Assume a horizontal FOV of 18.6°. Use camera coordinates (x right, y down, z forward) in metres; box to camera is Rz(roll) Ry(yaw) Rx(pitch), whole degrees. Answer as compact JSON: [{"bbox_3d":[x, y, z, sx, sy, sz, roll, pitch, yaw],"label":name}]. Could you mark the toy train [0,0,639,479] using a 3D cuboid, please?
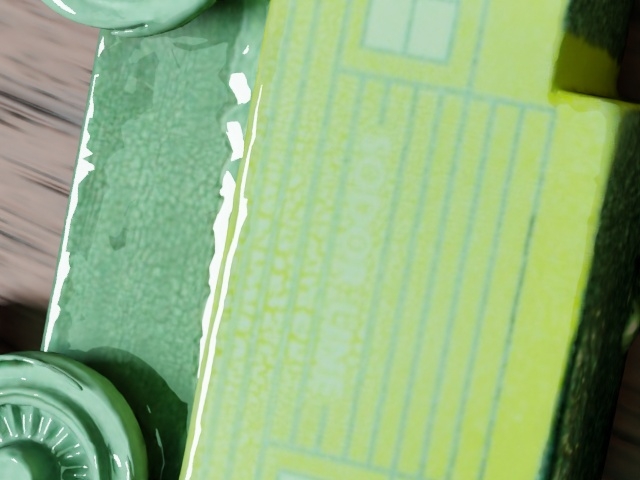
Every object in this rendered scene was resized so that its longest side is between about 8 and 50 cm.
[{"bbox_3d":[0.000,0.000,0.811,0.272,0.179,0.442,12,96,15],"label":"toy train"}]
